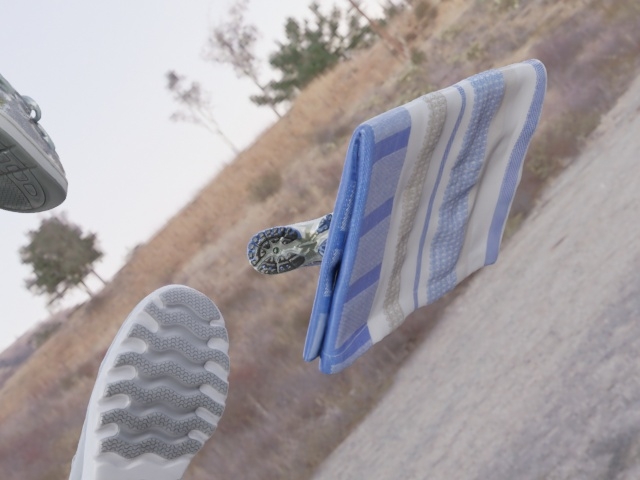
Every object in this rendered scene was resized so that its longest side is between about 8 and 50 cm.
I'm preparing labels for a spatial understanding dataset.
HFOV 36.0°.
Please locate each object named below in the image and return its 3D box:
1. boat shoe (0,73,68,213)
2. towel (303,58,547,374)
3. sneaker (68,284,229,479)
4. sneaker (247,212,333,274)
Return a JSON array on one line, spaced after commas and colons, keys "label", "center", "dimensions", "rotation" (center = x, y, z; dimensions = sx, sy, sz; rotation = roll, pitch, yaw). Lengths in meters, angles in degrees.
[{"label": "boat shoe", "center": [-0.327, -0.143, 0.833], "dimensions": [0.118, 0.320, 0.103], "rotation": [-15, 45, 33]}, {"label": "towel", "center": [0.094, -0.027, 0.791], "dimensions": [0.285, 0.034, 0.209], "rotation": [-27, -44, -49]}, {"label": "sneaker", "center": [-0.160, 0.168, 0.783], "dimensions": [0.115, 0.105, 0.281], "rotation": [-3, 66, 59]}, {"label": "sneaker", "center": [0.000, 0.000, 0.880], "dimensions": [0.135, 0.052, 0.058], "rotation": [-5, -1, -8]}]
